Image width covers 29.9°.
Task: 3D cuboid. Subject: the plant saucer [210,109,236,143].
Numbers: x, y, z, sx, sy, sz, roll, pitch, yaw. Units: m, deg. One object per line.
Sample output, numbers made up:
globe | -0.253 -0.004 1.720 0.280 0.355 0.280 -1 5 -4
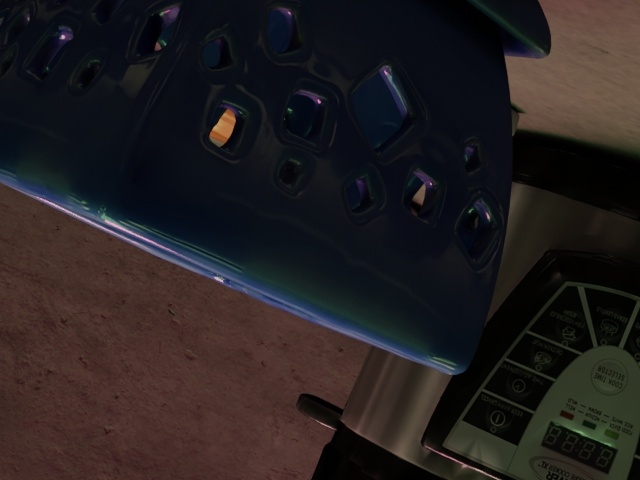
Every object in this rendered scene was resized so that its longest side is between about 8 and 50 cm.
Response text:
plant saucer | -0.141 -0.149 1.377 0.200 0.037 0.200 24 180 0

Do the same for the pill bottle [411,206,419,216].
pill bottle | 0.103 0.011 1.644 0.121 0.121 0.221 20 175 35

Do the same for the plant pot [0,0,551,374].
plant pot | -0.033 -0.085 0.626 0.236 0.212 0.236 27 174 -38

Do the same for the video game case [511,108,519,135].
video game case | 0.021 -0.126 0.912 0.201 0.023 0.183 26 167 -39

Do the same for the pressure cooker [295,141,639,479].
pressure cooker | 0.212 0.168 1.037 0.375 0.420 0.370 27 176 -33
